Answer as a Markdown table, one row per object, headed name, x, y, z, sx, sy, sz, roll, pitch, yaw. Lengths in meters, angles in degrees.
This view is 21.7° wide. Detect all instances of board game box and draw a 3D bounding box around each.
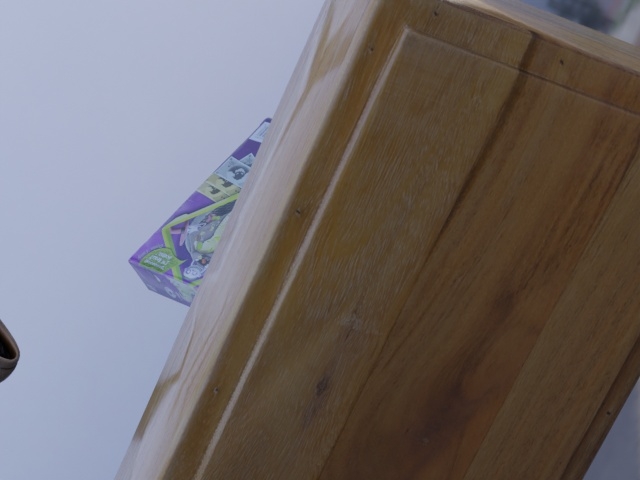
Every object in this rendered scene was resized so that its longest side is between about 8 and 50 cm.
| name | x | y | z | sx | sy | sz | roll | pitch | yaw |
| --- | --- | --- | --- | --- | --- | --- | --- | --- | --- |
| board game box | 0.000 | 0.000 | 1.497 | 0.208 | 0.347 | 0.056 | -43 | -53 | -22 |

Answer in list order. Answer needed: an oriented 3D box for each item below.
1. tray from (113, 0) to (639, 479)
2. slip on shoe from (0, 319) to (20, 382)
| name | x | y | z | sx | sy | sz | roll | pitch | yaw |
| --- | --- | --- | --- | --- | --- | --- | --- | --- | --- |
| tray | 0.030 | 0.084 | 0.813 | 0.411 | 0.203 | 0.076 | -65 | 21 | 20 |
| slip on shoe | -0.257 | 0.041 | 1.157 | 0.041 | 0.135 | 0.051 | -33 | 0 | 45 |
